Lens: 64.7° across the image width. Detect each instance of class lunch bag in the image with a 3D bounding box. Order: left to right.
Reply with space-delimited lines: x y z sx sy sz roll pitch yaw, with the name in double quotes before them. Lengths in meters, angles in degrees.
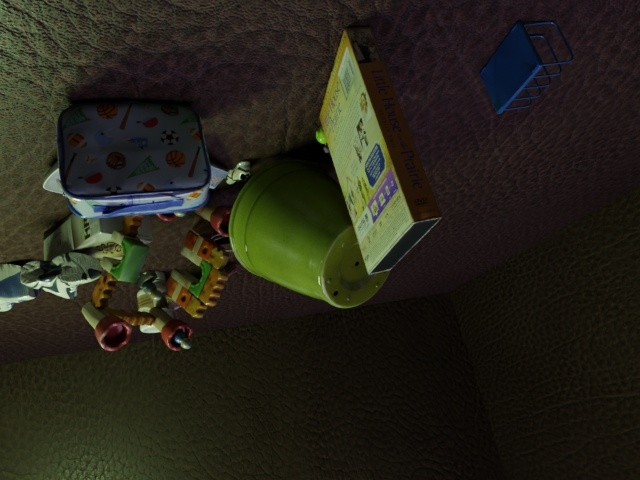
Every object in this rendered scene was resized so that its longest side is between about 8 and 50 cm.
"lunch bag" -0.383 -0.160 1.041 0.303 0.243 0.115 -7 160 -19

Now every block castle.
"block castle" -0.422 0.083 1.404 0.212 0.454 0.303 27 -175 36

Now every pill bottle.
"pill bottle" -0.672 0.248 2.046 0.131 0.230 0.131 -11 162 -4

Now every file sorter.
"file sorter" 0.464 -0.390 1.144 0.104 0.118 0.170 -11 162 -16

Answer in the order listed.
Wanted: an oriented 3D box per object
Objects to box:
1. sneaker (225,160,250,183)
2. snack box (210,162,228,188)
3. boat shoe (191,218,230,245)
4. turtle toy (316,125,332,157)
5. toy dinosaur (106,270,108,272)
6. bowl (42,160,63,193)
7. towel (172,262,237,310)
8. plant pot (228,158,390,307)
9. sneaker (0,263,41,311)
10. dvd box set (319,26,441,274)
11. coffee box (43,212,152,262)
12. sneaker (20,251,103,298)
"sneaker" -0.231 -0.179 1.401 0.040 0.044 0.109 1 159 -40
"snack box" -0.296 -0.171 1.305 0.064 0.022 0.178 -45 171 8
"boat shoe" -0.244 -0.032 1.679 0.355 0.130 0.132 -6 161 -19
"turtle toy" 0.037 -0.257 1.302 0.066 0.095 0.130 2 169 28
"toy dinosaur" -0.740 0.069 1.751 0.118 0.064 0.268 -18 167 -34
"bowl" -0.575 -0.160 1.209 0.142 0.053 0.142 -26 158 34
"towel" -0.524 0.215 2.153 0.328 0.037 0.237 -24 -165 30
"plant pot" 0.000 0.000 1.351 0.366 0.367 0.353 3 -162 -39
"sneaker" -1.086 0.167 1.730 0.315 0.128 0.182 -8 166 6
"dvd box set" 0.102 -0.171 1.057 0.062 0.421 0.308 -11 161 -15
"coffee box" -0.658 -0.008 1.486 0.297 0.119 0.168 -24 158 30
"sneaker" -0.708 0.106 1.451 0.234 0.094 0.153 -12 159 5
